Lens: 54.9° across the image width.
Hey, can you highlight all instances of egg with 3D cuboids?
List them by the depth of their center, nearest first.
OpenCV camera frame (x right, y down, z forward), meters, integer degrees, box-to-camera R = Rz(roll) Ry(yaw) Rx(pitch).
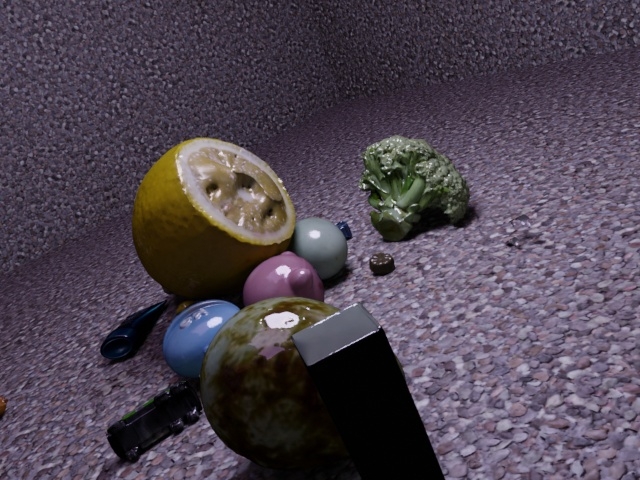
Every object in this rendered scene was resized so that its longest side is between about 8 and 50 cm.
[{"bbox_3d":[-0.026,0.201,0.865,0.289,0.238,0.238,8,27,12],"label":"egg"},{"bbox_3d":[-0.016,0.020,1.454,0.149,0.149,0.192,-30,15,-22],"label":"egg"}]

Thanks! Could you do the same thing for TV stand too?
[{"bbox_3d":[0.066,0.210,0.680,0.088,0.269,0.083,-27,21,-8],"label":"TV stand"}]

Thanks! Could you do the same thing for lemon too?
[{"bbox_3d":[-0.261,-0.027,1.387,0.364,0.364,0.364,-19,19,7],"label":"lemon"}]

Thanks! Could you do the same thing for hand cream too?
[{"bbox_3d":[-0.474,0.220,1.568,0.120,0.061,0.270,-25,11,7],"label":"hand cream"}]

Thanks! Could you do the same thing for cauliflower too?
[{"bbox_3d":[0.209,-0.122,1.525,0.250,0.272,0.275,-59,14,-11],"label":"cauliflower"}]

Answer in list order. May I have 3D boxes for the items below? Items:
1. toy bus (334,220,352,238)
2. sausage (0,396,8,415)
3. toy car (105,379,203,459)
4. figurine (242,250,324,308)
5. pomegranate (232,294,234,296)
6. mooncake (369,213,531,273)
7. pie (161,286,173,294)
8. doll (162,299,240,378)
[{"bbox_3d":[0.000,0.000,1.650,0.166,0.047,0.065,-25,16,-7],"label":"toy bus"},{"bbox_3d":[-0.791,0.403,1.400,0.183,0.054,0.062,-24,-13,-1],"label":"sausage"},{"bbox_3d":[-0.294,0.315,1.089,0.165,0.071,0.062,-30,6,-24],"label":"toy car"},{"bbox_3d":[-0.072,0.110,1.248,0.173,0.173,0.173,-19,19,7],"label":"figurine"},{"bbox_3d":[-0.197,0.052,1.592,0.169,0.148,0.148,-31,20,-7],"label":"pomegranate"},{"bbox_3d":[0.271,0.020,1.317,0.347,0.057,0.150,-25,31,10],"label":"mooncake"},{"bbox_3d":[-0.321,0.034,1.689,0.315,0.092,0.315,-48,2,2],"label":"pie"},{"bbox_3d":[-0.244,0.189,1.264,0.177,0.141,0.314,-34,16,-15],"label":"doll"}]
